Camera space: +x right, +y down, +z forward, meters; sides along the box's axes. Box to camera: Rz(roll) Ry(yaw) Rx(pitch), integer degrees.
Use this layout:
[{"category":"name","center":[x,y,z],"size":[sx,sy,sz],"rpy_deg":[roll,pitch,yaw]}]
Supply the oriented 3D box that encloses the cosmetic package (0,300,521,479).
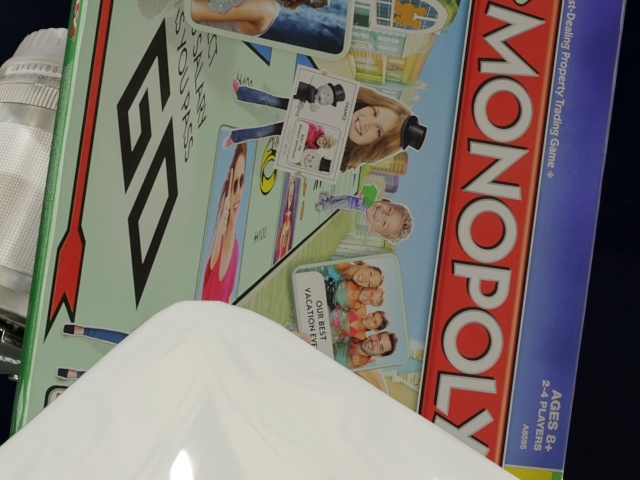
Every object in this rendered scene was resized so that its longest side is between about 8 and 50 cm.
[{"category":"cosmetic package","center":[-0.021,0.296,0.294],"size":[0.393,0.329,0.327],"rpy_deg":[-42,-32,-34]}]

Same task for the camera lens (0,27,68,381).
[{"category":"camera lens","center":[-0.227,-0.019,1.407],"size":[0.219,0.219,0.274],"rpy_deg":[33,-113,-31]}]

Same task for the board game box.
[{"category":"board game box","center":[0.000,0.000,0.617],"size":[0.213,0.046,0.317],"rpy_deg":[8,-92,-15]}]
